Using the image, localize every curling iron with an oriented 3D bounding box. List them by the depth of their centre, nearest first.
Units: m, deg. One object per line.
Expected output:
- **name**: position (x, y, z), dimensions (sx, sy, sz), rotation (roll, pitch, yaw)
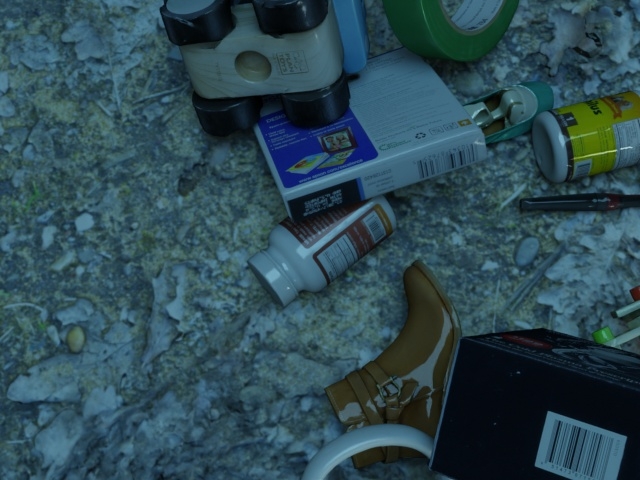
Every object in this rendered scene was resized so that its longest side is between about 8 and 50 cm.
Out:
- **curling iron**: position (0.450, -0.074, 1.600), dimensions (0.274, 0.035, 0.068), rotation (-10, 71, -5)

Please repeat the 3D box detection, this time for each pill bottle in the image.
- **pill bottle**: position (0.000, 0.000, 1.522), dimensions (0.216, 0.121, 0.121), rotation (-38, 79, -11)
- **pill bottle**: position (0.453, -0.169, 1.583), dimensions (0.215, 0.117, 0.117), rotation (-14, 76, -6)

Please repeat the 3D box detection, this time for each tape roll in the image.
- **tape roll**: position (0.212, -0.441, 1.553), dimensions (0.077, 0.321, 0.321), rotation (15, 72, 38)

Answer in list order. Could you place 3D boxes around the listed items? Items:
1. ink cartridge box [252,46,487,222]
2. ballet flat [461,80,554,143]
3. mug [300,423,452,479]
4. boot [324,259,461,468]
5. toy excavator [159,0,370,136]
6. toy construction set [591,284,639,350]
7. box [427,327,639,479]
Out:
- **ink cartridge box**: position (0.058, -0.171, 1.541), dimensions (0.303, 0.072, 0.307), rotation (-20, 34, -2)
- **ballet flat**: position (0.275, -0.199, 1.602), dimensions (0.247, 0.087, 0.083), rotation (-24, 76, -8)
- **mug**: position (0.087, 0.421, 1.309), dimensions (0.328, 0.276, 0.374), rotation (-11, 101, -8)
- **boot**: position (0.109, 0.187, 1.495), dimensions (0.220, 0.109, 0.283), rotation (-17, 83, -2)
- **toy excavator**: position (0.004, -0.402, 1.586), dimensions (0.433, 0.222, 0.445), rotation (-3, 45, 15)
- **toy construction set**: position (0.497, 0.222, 1.460), dimensions (0.215, 0.151, 0.328), rotation (-26, 67, 17)
- **box**: position (0.365, 0.240, 1.262), dimensions (0.343, 0.312, 0.179), rotation (15, 95, 30)
